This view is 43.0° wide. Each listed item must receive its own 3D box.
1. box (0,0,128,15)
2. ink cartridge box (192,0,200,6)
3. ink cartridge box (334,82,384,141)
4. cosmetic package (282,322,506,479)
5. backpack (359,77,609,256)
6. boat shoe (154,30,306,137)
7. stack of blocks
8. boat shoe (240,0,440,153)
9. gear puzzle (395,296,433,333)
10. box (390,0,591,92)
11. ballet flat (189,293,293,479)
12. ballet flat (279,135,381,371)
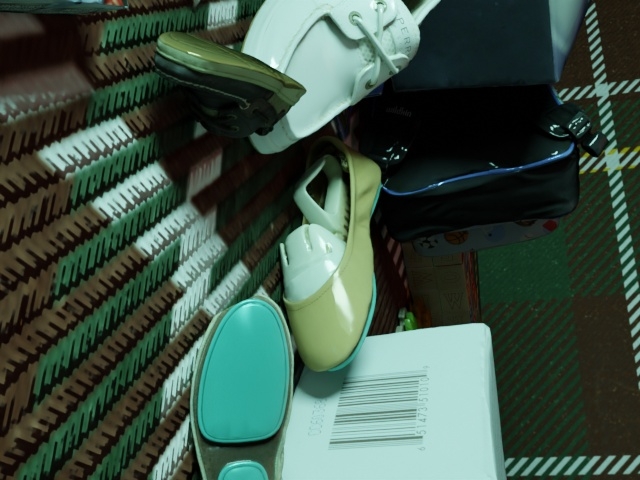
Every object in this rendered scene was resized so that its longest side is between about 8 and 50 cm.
[{"bbox_3d":[-0.115,-0.154,0.298,0.094,0.027,0.137,-42,125,-70],"label":"box"},{"bbox_3d":[-0.054,-0.280,0.469,0.181,0.056,0.225,98,14,-62],"label":"ink cartridge box"},{"bbox_3d":[0.023,-0.278,0.816,0.186,0.065,0.311,-78,159,-48],"label":"ink cartridge box"},{"bbox_3d":[0.079,0.287,0.629,0.217,0.156,0.385,-71,151,-62],"label":"cosmetic package"},{"bbox_3d":[0.186,-0.122,1.017,0.213,0.276,0.263,75,10,-50],"label":"backpack"},{"bbox_3d":[-0.050,-0.083,0.469,0.049,0.056,0.152,-64,163,11],"label":"boat shoe"},{"bbox_3d":[0.202,0.085,1.308,0.171,0.087,0.297,-72,152,-57],"label":"stack of blocks"},{"bbox_3d":[0.029,-0.163,0.631,0.277,0.096,0.098,-58,143,-41],"label":"boat shoe"},{"bbox_3d":[0.132,0.193,1.085,0.339,0.044,0.176,-68,149,-60],"label":"gear puzzle"},{"bbox_3d":[0.174,-0.348,0.828,0.296,0.182,0.294,-56,141,-46],"label":"box"},{"bbox_3d":[-0.046,0.115,0.448,0.052,0.057,0.168,137,-44,-73],"label":"ballet flat"},{"bbox_3d":[0.000,0.000,0.637,0.073,0.080,0.232,44,32,-25],"label":"ballet flat"}]
